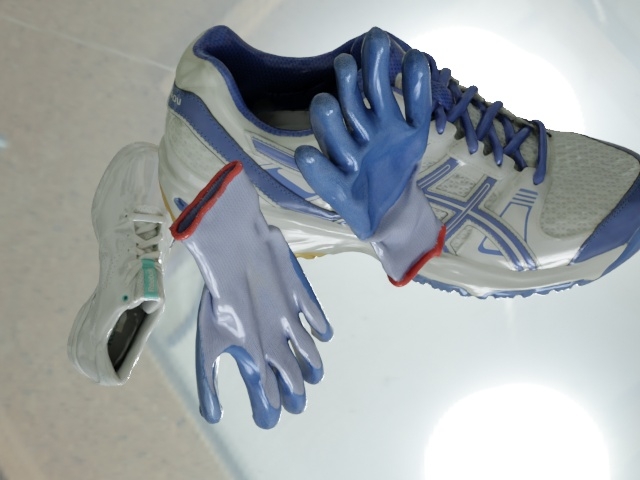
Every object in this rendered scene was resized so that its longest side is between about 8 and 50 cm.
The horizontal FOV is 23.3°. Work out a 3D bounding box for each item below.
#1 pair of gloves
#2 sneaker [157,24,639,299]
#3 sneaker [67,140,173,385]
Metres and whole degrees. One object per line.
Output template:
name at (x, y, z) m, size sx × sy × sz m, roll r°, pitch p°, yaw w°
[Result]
pair of gloves at (0.000, 0.000, 0.751) m, size 0.023 × 0.159 × 0.198 m, roll 22°, pitch -121°, yaw 36°
sneaker at (0.056, -0.051, 0.881) m, size 0.296 × 0.131 × 0.112 m, roll 3°, pitch -138°, yaw -4°
sneaker at (-0.156, 0.023, 1.326) m, size 0.094 × 0.080 × 0.212 m, roll 18°, pitch -83°, yaw 63°
